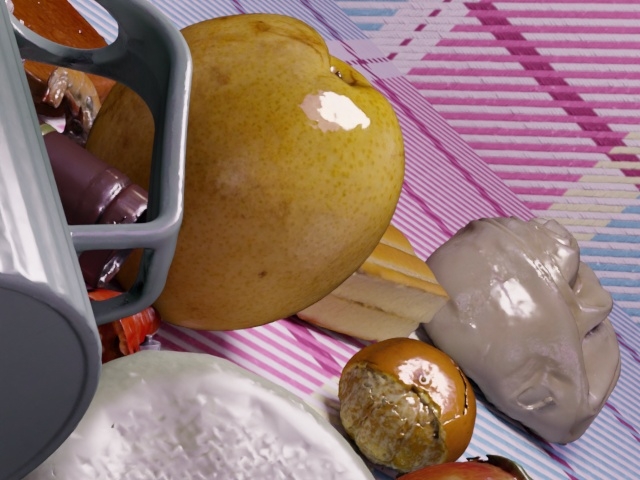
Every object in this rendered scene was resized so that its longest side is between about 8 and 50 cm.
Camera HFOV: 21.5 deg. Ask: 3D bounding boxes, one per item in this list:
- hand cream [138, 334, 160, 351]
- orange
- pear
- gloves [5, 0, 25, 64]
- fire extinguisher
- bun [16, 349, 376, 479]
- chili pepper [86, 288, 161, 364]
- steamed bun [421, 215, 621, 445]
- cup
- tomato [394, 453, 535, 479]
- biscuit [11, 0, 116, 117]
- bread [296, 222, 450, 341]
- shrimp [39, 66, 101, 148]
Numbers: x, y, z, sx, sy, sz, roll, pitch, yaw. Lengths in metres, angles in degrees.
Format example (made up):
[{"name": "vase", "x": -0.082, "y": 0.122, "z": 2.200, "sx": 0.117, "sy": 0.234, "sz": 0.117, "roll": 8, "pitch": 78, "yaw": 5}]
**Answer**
[{"name": "hand cream", "x": -0.142, "y": 0.127, "z": 1.446, "sx": 0.030, "sy": 0.019, "sz": 0.093, "roll": -51, "pitch": 136, "yaw": -78}, {"name": "orange", "x": 0.090, "y": 0.182, "z": 1.801, "sx": 0.156, "sy": 0.134, "sz": 0.156, "roll": 6, "pitch": 50, "yaw": -7}, {"name": "pear", "x": -0.079, "y": -0.066, "z": 1.635, "sx": 0.314, "sy": 0.314, "sz": 0.314, "roll": 41, "pitch": 17, "yaw": -15}, {"name": "gloves", "x": -0.339, "y": -0.163, "z": 1.594, "sx": 0.127, "sy": 0.111, "sz": 0.212, "roll": 3, "pitch": 44, "yaw": -40}, {"name": "fire extinguisher", "x": -0.311, "y": -0.083, "z": 1.444, "sx": 0.341, "sy": 0.105, "sz": 0.141, "roll": 33, "pitch": 31, "yaw": 3}, {"name": "bun", "x": -0.098, "y": 0.226, "z": 1.134, "sx": 0.293, "sy": 0.187, "sz": 0.293, "roll": 21, "pitch": 42, "yaw": -20}, {"name": "chili pepper", "x": -0.178, "y": 0.075, "z": 1.501, "sx": 0.088, "sy": 0.065, "sz": 0.169, "roll": 49, "pitch": 13, "yaw": 6}, {"name": "steamed bun", "x": 0.295, "y": 0.099, "z": 2.319, "sx": 0.324, "sy": 0.219, "sz": 0.310, "roll": 45, "pitch": 17, "yaw": -5}, {"name": "cup", "x": -0.275, "y": -0.062, "z": 1.035, "sx": 0.392, "sy": 0.401, "sz": 0.310, "roll": 63, "pitch": -2, "yaw": 33}, {"name": "tomato", "x": 0.137, "y": 0.330, "z": 1.326, "sx": 0.303, "sy": 0.239, "sz": 0.303, "roll": 46, "pitch": 10, "yaw": -10}, {"name": "biscuit", "x": -0.341, "y": -0.238, "z": 1.857, "sx": 0.262, "sy": 0.052, "sz": 0.277, "roll": 43, "pitch": 17, "yaw": 1}, {"name": "bread", "x": 0.000, "y": 0.000, "z": 2.024, "sx": 0.246, "sy": 0.111, "sz": 0.239, "roll": 20, "pitch": 27, "yaw": -51}, {"name": "shrimp", "x": -0.260, "y": -0.114, "z": 1.697, "sx": 0.187, "sy": 0.051, "sz": 0.132, "roll": -60, "pitch": 136, "yaw": -71}]
